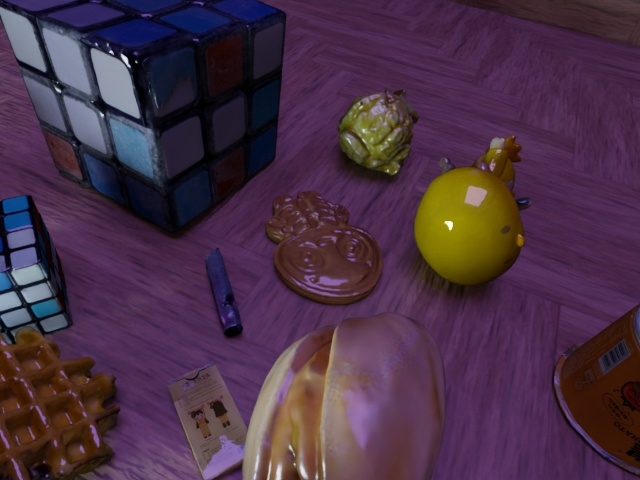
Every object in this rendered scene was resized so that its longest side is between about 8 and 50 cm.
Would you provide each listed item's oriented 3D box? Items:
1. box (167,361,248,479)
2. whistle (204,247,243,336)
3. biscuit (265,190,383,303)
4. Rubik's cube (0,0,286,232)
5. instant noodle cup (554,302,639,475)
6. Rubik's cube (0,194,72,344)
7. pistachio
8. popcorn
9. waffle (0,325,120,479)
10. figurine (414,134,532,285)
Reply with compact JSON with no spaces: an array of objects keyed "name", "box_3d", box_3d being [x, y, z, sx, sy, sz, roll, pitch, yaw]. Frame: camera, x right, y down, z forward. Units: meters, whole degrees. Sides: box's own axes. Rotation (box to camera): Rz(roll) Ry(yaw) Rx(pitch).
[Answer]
[{"name":"box","box_3d":[-0.146,0.237,0.599,0.073,0.020,0.149,-20,51,-24]},{"name":"whistle","box_3d":[-0.162,0.082,0.745,0.033,0.033,0.176,-12,48,-19]},{"name":"biscuit","box_3d":[0.000,-0.001,0.849,0.202,0.044,0.288,-10,49,-17]},{"name":"Rubik's cube","box_3d":[-0.303,-0.285,0.873,0.362,0.363,0.359,25,49,19]},{"name":"instant noodle cup","box_3d":[0.469,0.192,0.622,0.216,0.172,0.215,4,46,-4]},{"name":"Rubik's cube","box_3d":[-0.468,0.052,0.647,0.154,0.155,0.151,-18,52,-23]},{"name":"pistachio","box_3d":[0.039,0.211,0.524,0.230,0.229,0.308,15,49,7]},{"name":"popcorn","box_3d":[0.130,-0.254,1.029,0.167,0.185,0.187,22,34,-11]},{"name":"waffle","box_3d":[-0.367,0.210,0.487,0.283,0.065,0.309,26,33,-22]},{"name":"figurine","box_3d":[0.300,-0.062,0.842,0.187,0.215,0.344,-3,26,36]}]
